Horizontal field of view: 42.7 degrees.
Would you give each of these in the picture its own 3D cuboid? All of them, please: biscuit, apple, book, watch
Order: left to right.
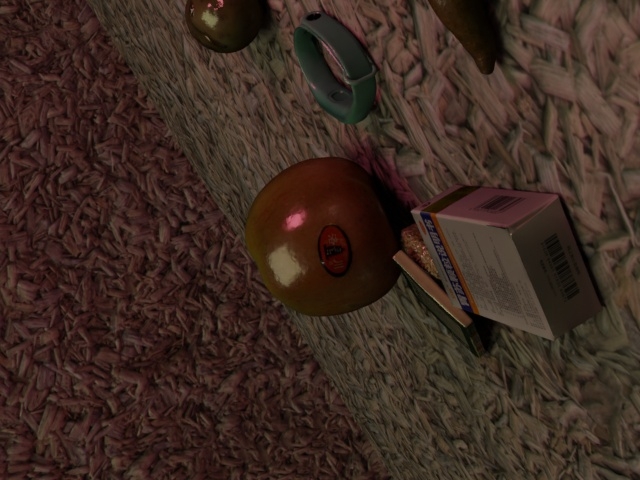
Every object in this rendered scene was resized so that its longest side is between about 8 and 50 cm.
[{"bbox_3d":[0.000,0.000,1.710,0.338,0.305,0.339,-23,-90,-84],"label":"apple"},{"bbox_3d":[0.030,-0.324,1.554,0.237,0.068,0.195,47,158,46],"label":"watch"},{"bbox_3d":[0.221,0.020,1.570,0.168,0.082,0.070,43,151,57],"label":"biscuit"},{"bbox_3d":[0.242,0.133,1.638,0.202,0.027,0.264,47,178,26],"label":"book"}]

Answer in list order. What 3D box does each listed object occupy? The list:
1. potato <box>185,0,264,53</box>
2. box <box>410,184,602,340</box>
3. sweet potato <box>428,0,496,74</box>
[{"bbox_3d":[-0.217,-0.500,1.826,0.165,0.165,0.262,64,169,-17],"label":"potato"},{"bbox_3d":[0.290,0.026,1.323,0.200,0.106,0.299,64,165,-16],"label":"box"},{"bbox_3d":[0.181,-0.330,1.084,0.244,0.077,0.077,57,165,-15],"label":"sweet potato"}]
